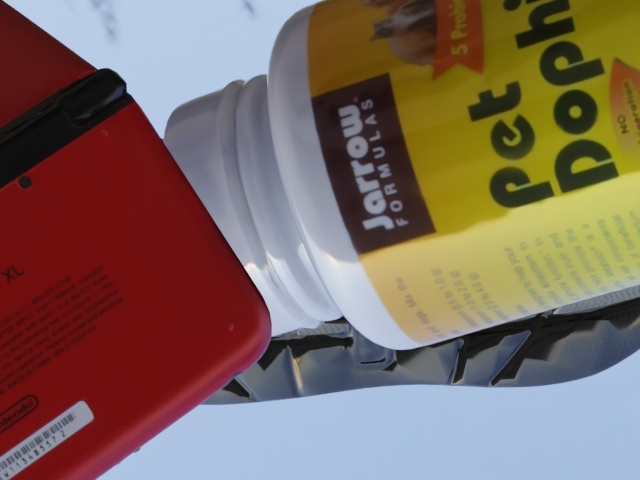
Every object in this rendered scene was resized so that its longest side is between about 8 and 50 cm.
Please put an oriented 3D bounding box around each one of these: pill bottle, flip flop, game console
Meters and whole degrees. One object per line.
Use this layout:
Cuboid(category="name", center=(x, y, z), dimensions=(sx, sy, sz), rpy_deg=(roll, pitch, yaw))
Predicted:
Cuboid(category="pill bottle", center=(0.064, -0.036, 0.601), dimensions=(0.215, 0.117, 0.117), rpy_deg=(-17, -137, 17))
Cuboid(category="flip flop", center=(0.000, 0.000, 0.760), dimensions=(0.277, 0.112, 0.080), rpy_deg=(0, -151, -2))
Cuboid(category="game console", center=(-0.108, 0.015, 0.500), dimensions=(0.144, 0.124, 0.085), rpy_deg=(-35, -170, -16))
